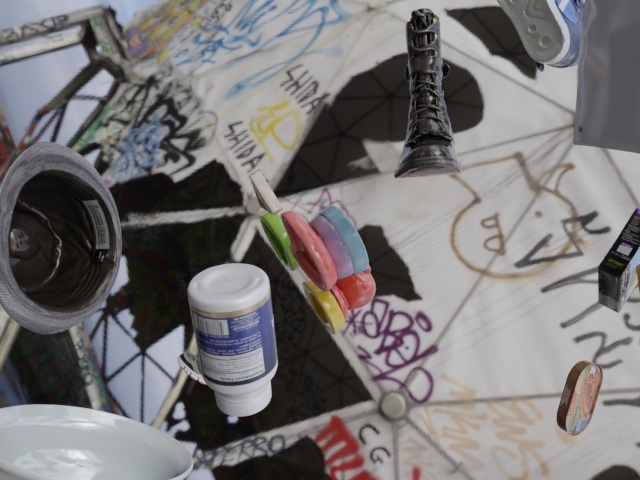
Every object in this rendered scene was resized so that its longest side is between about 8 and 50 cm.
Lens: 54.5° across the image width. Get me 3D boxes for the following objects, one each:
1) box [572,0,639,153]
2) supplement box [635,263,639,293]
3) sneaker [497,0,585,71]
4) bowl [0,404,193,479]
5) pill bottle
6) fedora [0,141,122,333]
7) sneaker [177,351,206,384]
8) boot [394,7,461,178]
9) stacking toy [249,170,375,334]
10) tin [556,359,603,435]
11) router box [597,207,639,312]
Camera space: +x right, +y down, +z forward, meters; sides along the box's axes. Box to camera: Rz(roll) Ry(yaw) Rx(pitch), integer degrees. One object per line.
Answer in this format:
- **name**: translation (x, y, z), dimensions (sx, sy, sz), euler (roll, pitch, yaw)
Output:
- **box**: translation (0.516, -0.219, 0.756), dimensions (0.168, 0.344, 0.215), euler (-110, -161, -76)
- **supplement box**: translation (0.628, 0.137, 0.811), dimensions (0.195, 0.356, 0.194), euler (-47, -157, 49)
- **sneaker**: translation (0.507, -0.542, 1.398), dimensions (0.130, 0.236, 0.323), euler (-22, -92, 42)
- **bowl**: translation (-0.337, 0.338, 0.857), dimensions (0.298, 0.297, 0.134), euler (10, -97, 67)
- **pill bottle**: translation (-0.099, 0.121, 0.736), dimensions (0.094, 0.094, 0.170), euler (40, -41, 54)
- **fedora**: translation (-0.383, -0.002, 0.820), dimensions (0.275, 0.124, 0.244), euler (32, 61, -74)
- **sneaker**: translation (-0.175, 0.229, 1.113), dimensions (0.170, 0.075, 0.063), euler (22, -8, 22)
- **boot**: translation (0.146, -0.210, 0.885), dimensions (0.263, 0.091, 0.229), euler (-54, 141, -75)
- **stacking toy**: translation (0.000, 0.000, 1.189), dimensions (0.280, 0.130, 0.309), euler (53, -14, 26)
- **tin**: translation (0.645, 0.391, 1.550), dimensions (0.040, 0.106, 0.190), euler (21, -82, 53)
- **router box**: translation (0.559, 0.040, 1.132), dimensions (0.046, 0.133, 0.179), euler (31, -10, 33)
